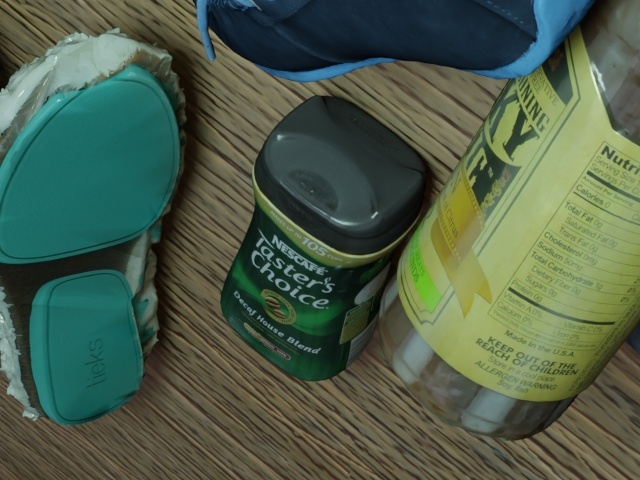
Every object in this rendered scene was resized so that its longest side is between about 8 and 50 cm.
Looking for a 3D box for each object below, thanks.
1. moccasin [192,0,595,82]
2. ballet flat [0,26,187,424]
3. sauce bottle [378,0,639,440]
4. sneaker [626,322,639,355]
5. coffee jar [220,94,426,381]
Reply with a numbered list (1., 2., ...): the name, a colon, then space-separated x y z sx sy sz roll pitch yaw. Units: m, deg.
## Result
1. moccasin: 0.011 -0.152 0.864 0.117 0.138 0.342 36 167 -23
2. ballet flat: -0.178 -0.023 1.285 0.147 0.147 0.409 37 146 16
3. sauce bottle: 0.138 -0.059 0.823 0.111 0.111 0.344 39 128 12
4. sneaker: 0.183 0.035 0.978 0.224 0.083 0.098 52 163 10
5. coffee jar: 0.000 0.000 1.136 0.096 0.079 0.184 38 147 14
